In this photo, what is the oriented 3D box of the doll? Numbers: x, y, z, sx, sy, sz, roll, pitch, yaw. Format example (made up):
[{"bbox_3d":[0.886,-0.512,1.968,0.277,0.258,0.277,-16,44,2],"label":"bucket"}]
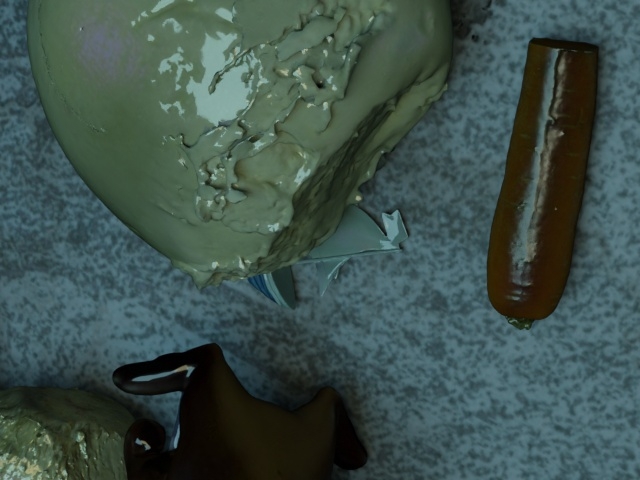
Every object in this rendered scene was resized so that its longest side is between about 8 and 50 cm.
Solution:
[{"bbox_3d":[-0.066,0.272,1.388,0.318,0.209,0.339,30,117,15],"label":"doll"}]

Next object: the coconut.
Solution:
[{"bbox_3d":[-0.247,0.227,1.485,0.194,0.194,0.194,7,106,25],"label":"coconut"}]

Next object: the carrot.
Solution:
[{"bbox_3d":[0.169,-0.040,1.271,0.067,0.067,0.225,15,107,23],"label":"carrot"}]

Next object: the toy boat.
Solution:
[{"bbox_3d":[-0.009,-0.008,1.386,0.149,0.034,0.105,-31,88,29],"label":"toy boat"}]

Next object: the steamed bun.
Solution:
[{"bbox_3d":[-0.087,-0.147,1.268,0.312,0.233,0.333,36,108,16],"label":"steamed bun"}]
